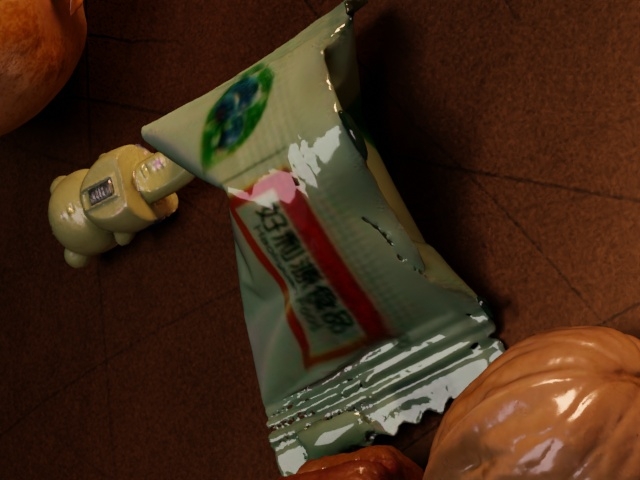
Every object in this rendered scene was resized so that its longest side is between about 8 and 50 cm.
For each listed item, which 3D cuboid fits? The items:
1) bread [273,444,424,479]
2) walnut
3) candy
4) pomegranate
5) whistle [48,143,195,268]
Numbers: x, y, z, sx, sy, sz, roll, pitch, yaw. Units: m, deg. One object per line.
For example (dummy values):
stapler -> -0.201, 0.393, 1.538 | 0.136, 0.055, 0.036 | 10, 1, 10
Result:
bread -> 0.046, 0.302, 1.711 | 0.135, 0.232, 0.246 | -26, 28, 22
walnut -> 0.197, 0.193, 1.615 | 0.261, 0.225, 0.225 | -47, 62, 31
candy -> 0.003, 0.000, 1.818 | 0.263, 0.172, 0.397 | -27, 84, 27
pomegranate -> -0.384, -0.247, 2.030 | 0.319, 0.319, 0.319 | -2, 86, 37
whistle -> -0.207, -0.049, 2.007 | 0.227, 0.085, 0.105 | -25, 73, 35
